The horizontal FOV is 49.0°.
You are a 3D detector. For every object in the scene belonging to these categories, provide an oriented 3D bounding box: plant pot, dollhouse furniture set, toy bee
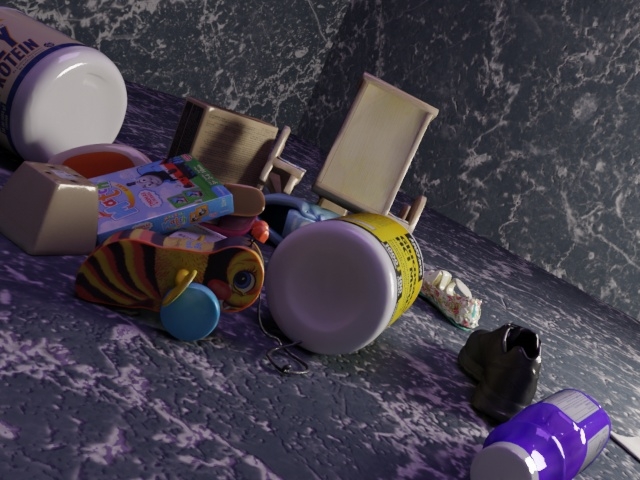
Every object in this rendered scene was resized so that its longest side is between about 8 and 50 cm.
[{"bbox_3d":[-0.364,-0.048,0.949,0.109,0.096,0.109,29,13,26],"label":"plant pot"},{"bbox_3d":[0.077,-0.165,1.563,0.362,0.257,0.394,27,-10,-5],"label":"dollhouse furniture set"},{"bbox_3d":[-0.136,0.036,0.876,0.298,0.162,0.195,16,13,-31],"label":"toy bee"}]

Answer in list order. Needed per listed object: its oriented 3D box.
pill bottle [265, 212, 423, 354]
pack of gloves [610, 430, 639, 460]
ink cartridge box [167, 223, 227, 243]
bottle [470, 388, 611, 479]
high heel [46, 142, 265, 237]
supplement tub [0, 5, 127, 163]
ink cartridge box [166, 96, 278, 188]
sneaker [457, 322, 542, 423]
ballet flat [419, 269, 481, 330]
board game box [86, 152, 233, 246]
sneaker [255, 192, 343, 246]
[{"bbox_3d":[0.058,0.052,1.100,0.187,0.188,0.334,27,13,14],"label":"pill bottle"},{"bbox_3d":[0.605,0.371,1.116,0.195,0.046,0.232,19,13,-24],"label":"pack of gloves"},{"bbox_3d":[-0.182,0.027,1.069,0.099,0.056,0.135,24,13,1],"label":"ink cartridge box"},{"bbox_3d":[0.258,0.246,0.824,0.092,0.118,0.282,42,20,28],"label":"bottle"},{"bbox_3d":[-0.295,-0.069,1.259,0.377,0.127,0.181,14,-17,-17],"label":"high heel"},{"bbox_3d":[-0.547,-0.287,1.290,0.324,0.236,0.235,29,13,22],"label":"supplement tub"},{"bbox_3d":[-0.232,-0.211,1.648,0.088,0.193,0.234,30,13,37],"label":"ink cartridge box"},{"bbox_3d":[0.298,0.187,1.120,0.109,0.130,0.286,21,11,-2],"label":"sneaker"},{"bbox_3d":[0.270,0.110,1.513,0.091,0.077,0.241,15,15,-32],"label":"ballet flat"},{"bbox_3d":[-0.265,-0.064,1.089,0.211,0.039,0.160,-20,41,-27],"label":"board game box"},{"bbox_3d":[0.000,0.000,1.376,0.365,0.135,0.150,19,8,35],"label":"sneaker"}]
